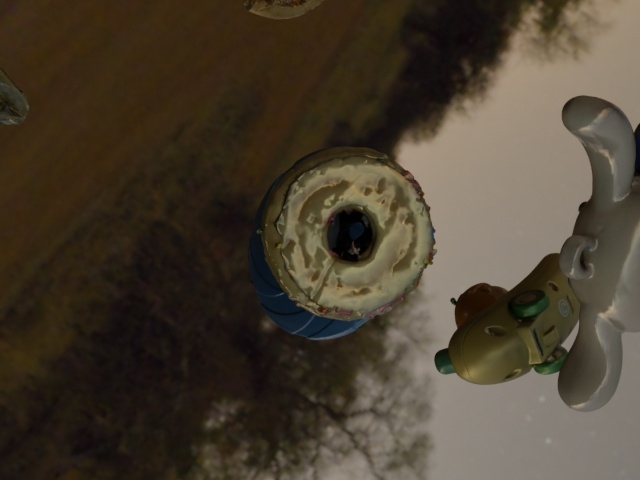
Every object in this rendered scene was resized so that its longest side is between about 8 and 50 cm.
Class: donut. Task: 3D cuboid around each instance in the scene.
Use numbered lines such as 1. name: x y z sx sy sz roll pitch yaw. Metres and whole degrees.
1. donut: 0.026 -0.006 1.240 0.174 0.175 0.068 -56 -177 -1

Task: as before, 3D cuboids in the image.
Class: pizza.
1. pizza: -0.028 -0.457 2.187 0.246 0.127 0.058 -29 -159 -27

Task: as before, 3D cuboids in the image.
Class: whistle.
1. whistle: -0.478 -0.263 1.585 0.057 0.326 0.068 -46 161 16

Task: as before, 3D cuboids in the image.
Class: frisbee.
1. frisbee: 0.000 0.000 1.542 0.045 0.242 0.242 17 112 -52

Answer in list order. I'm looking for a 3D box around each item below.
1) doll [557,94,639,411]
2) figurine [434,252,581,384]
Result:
1. doll: 0.414 -0.015 1.551 0.366 0.187 0.376 -16 133 -34
2. figurine: 0.308 0.122 2.029 0.222 0.124 0.324 -11 -160 39
